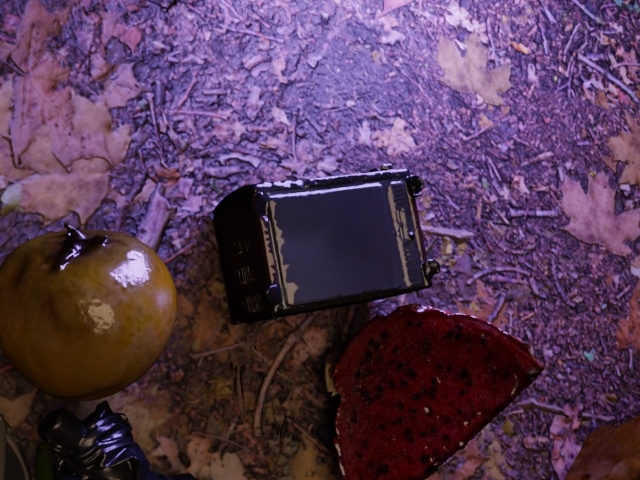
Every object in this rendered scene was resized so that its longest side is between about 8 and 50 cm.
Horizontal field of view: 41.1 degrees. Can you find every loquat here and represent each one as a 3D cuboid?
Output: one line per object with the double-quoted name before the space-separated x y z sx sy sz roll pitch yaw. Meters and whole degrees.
"loquat" -0.270 0.075 0.986 0.213 0.213 0.213 5 79 -24

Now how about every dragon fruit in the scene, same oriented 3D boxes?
"dragon fruit" 0.132 0.196 1.169 0.317 0.152 0.205 -44 76 13

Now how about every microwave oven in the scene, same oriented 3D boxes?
"microwave oven" -0.001 0.002 1.135 0.247 0.178 0.188 -6 86 -26

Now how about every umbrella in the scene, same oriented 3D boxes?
"umbrella" -0.216 0.287 0.981 0.272 0.110 0.122 51 60 -30

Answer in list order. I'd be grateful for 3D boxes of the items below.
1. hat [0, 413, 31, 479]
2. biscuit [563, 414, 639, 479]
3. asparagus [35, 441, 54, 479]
"hat" -0.418 0.292 0.905 0.232 0.161 0.275 7 74 -27
"biscuit" 0.602 0.368 1.230 0.343 0.395 0.166 39 56 -13
"asparagus" -0.302 0.372 0.990 0.067 0.060 0.277 11 73 -59
